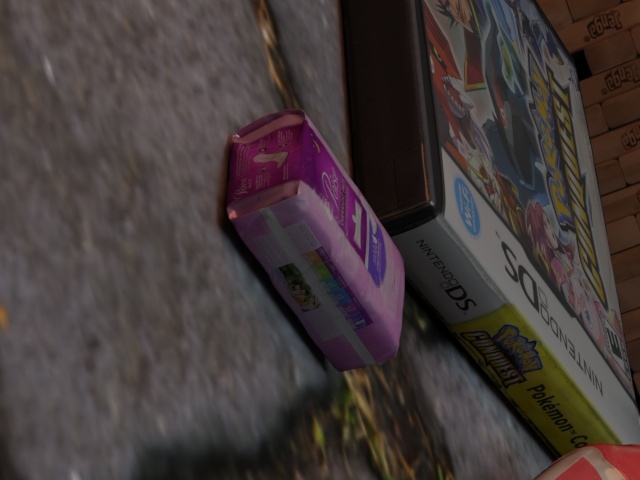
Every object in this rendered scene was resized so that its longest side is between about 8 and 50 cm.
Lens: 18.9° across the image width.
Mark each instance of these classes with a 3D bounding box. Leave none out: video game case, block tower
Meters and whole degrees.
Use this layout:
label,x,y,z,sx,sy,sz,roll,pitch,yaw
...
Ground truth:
label,x,y,z,sx,sy,sz,roll,pitch,yaw
video game case,0.079,-0.053,0.906,0.248,0.035,0.275,48,30,-46
block tower,0.210,-0.001,1.116,0.091,0.097,0.335,9,61,-67

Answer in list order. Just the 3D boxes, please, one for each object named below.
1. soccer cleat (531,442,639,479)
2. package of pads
label,x,y,z,sx,sy,sz,roll,pitch,yaw
soccer cleat,0.136,0.205,0.785,0.095,0.083,0.248,-10,86,-40
package of pads,0.000,0.000,0.659,0.083,0.032,0.050,56,22,-35
